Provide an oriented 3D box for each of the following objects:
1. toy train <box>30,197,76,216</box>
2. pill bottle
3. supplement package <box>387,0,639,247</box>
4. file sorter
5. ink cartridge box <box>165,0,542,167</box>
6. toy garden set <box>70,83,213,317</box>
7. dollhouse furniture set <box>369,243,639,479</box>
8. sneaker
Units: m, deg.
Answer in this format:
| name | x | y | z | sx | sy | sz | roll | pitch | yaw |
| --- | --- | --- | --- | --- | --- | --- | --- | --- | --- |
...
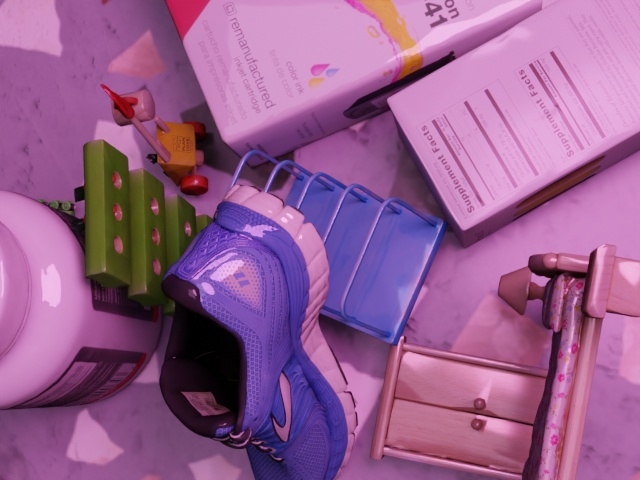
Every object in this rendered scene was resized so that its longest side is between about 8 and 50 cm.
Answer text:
| name | x | y | z | sx | sy | sz | roll | pitch | yaw |
| --- | --- | --- | --- | --- | --- | --- | --- | --- | --- |
| toy train | -0.283 | -0.030 | 1.061 | 0.083 | 0.017 | 0.024 | 3 | 95 | 8 |
| pill bottle | -0.257 | 0.053 | 0.895 | 0.176 | 0.318 | 0.176 | -1 | 82 | 7 |
| supplement package | 0.199 | -0.115 | 0.945 | 0.244 | 0.139 | 0.134 | -30 | 80 | 5 |
| file sorter | 0.000 | 0.000 | 0.945 | 0.170 | 0.104 | 0.118 | 21 | 86 | 36 |
| ink cartridge box | 0.019 | -0.234 | 0.988 | 0.306 | 0.131 | 0.226 | -24 | 81 | 6 |
| toy garden set | -0.153 | -0.036 | 0.932 | 0.049 | 0.244 | 0.204 | -10 | 71 | 15 |
| dollhouse furniture set | 0.115 | 0.156 | 0.815 | 0.173 | 0.355 | 0.303 | 10 | 86 | 9 |
| sneaker | -0.066 | 0.117 | 0.880 | 0.129 | 0.330 | 0.147 | 23 | 50 | 36 |
